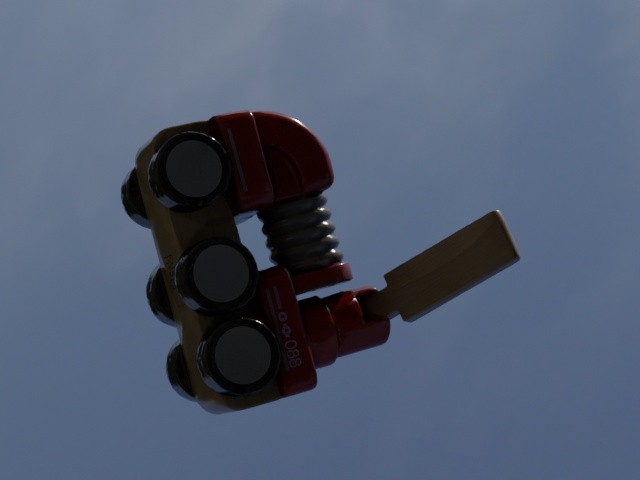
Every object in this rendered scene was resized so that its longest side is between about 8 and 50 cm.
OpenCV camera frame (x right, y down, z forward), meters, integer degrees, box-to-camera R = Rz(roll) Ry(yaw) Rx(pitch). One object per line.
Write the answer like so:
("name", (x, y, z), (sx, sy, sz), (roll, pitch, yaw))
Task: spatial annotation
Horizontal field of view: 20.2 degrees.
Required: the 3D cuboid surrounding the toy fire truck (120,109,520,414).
("toy fire truck", (0.000, 0.000, 1.364), (0.158, 0.246, 0.217), (155, -79, -68))
